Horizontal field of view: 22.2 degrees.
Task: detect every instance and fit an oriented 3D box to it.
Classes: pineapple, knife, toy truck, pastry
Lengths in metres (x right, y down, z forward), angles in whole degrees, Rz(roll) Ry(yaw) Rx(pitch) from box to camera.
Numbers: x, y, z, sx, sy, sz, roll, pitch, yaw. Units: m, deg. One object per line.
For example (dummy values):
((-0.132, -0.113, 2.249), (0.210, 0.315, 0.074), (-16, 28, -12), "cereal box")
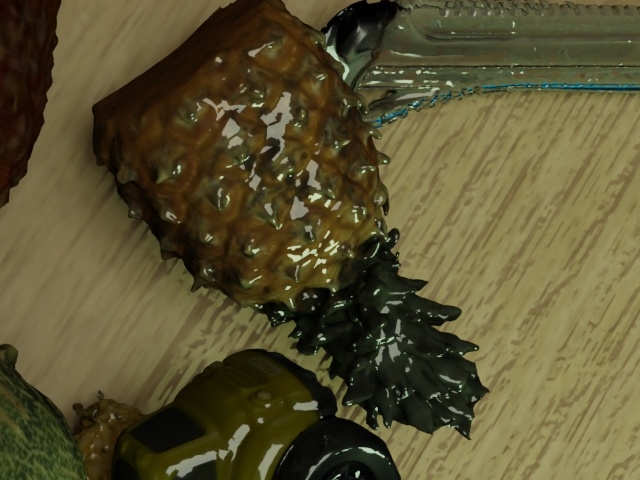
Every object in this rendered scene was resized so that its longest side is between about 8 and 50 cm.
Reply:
((0.000, 0.000, 0.941), (0.158, 0.158, 0.279), (-45, 110, -19), "pineapple")
((0.149, -0.119, 1.063), (0.365, 0.043, 0.089), (-4, 122, -24), "knife")
((-0.057, 0.177, 0.869), (0.165, 0.147, 0.224), (-8, 107, -28), "toy truck")
((-0.130, 0.157, 0.920), (0.080, 0.056, 0.140), (30, 74, -17), "pastry")

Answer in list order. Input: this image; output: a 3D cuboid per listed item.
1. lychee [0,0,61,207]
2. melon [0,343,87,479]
((-0.250, -0.111, 0.800), (0.260, 0.260, 0.261), (2, 85, -21), "lychee")
((-0.257, 0.173, 0.770), (0.248, 0.248, 0.329), (44, 73, -13), "melon")
